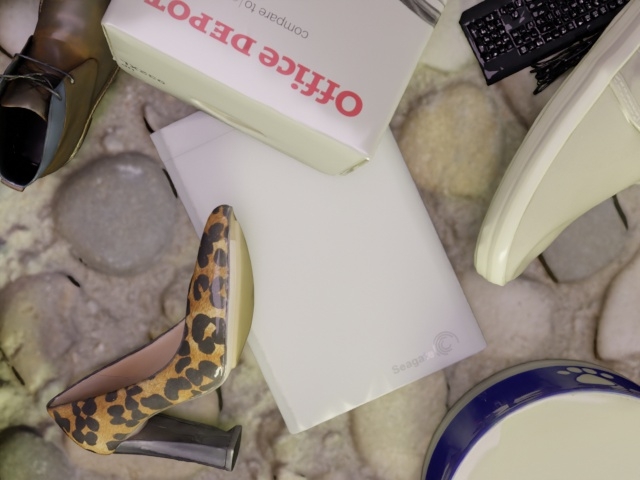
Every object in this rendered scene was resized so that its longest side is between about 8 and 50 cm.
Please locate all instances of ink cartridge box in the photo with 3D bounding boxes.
[{"bbox_3d":[-0.004,-0.238,0.625,0.223,0.129,0.307,26,85,-8],"label":"ink cartridge box"}]

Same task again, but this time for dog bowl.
[{"bbox_3d":[0.228,0.249,0.710,0.264,0.104,0.265,0,94,1],"label":"dog bowl"}]

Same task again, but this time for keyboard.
[{"bbox_3d":[0.232,-0.207,0.709,0.192,0.038,0.100,-27,94,3],"label":"keyboard"}]

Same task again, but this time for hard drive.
[{"bbox_3d":[0.000,0.000,0.725,0.203,0.040,0.308,-25,93,2],"label":"hard drive"}]

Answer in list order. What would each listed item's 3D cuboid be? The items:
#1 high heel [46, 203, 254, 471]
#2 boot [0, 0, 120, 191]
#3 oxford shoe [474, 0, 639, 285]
[{"bbox_3d":[-0.157,0.083,0.683,0.186,0.093,0.261,9,111,6],"label":"high heel"},{"bbox_3d":[-0.216,-0.143,0.651,0.082,0.106,0.219,17,115,-10],"label":"boot"},{"bbox_3d":[0.296,-0.130,0.646,0.130,0.169,0.449,41,89,17],"label":"oxford shoe"}]
